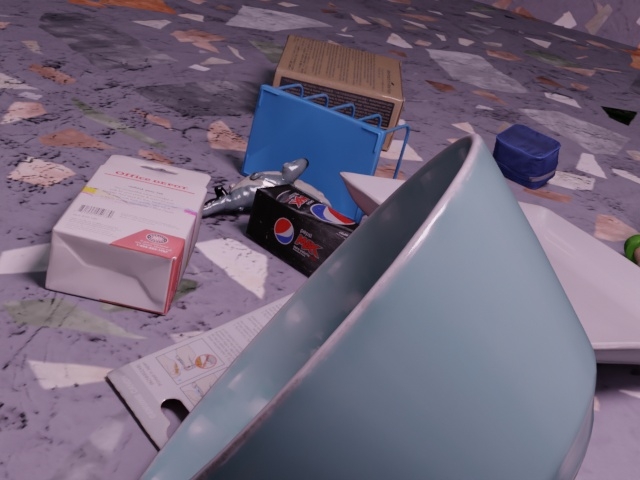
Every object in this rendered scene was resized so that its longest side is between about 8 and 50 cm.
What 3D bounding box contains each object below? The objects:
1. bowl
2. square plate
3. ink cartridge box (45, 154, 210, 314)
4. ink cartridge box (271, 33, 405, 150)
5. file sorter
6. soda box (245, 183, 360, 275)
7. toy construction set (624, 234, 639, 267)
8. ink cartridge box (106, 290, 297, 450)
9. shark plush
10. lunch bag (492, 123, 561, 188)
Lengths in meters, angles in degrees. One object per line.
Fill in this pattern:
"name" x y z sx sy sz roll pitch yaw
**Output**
"bowl" 0.042 0.102 0.572 0.163 0.311 0.311 42 26 -4
"square plate" 0.231 0.037 1.013 0.344 0.049 0.347 6 24 -36
"ink cartridge box" -0.180 -0.013 0.936 0.115 0.067 0.198 13 27 -1
"ink cartridge box" 0.025 -0.234 1.474 0.193 0.088 0.234 14 24 -3
"file sorter" 0.009 -0.115 1.189 0.170 0.118 0.104 24 23 21
"soda box" 0.000 0.000 1.007 0.169 0.060 0.053 32 27 33
"toy construction set" 0.565 -0.087 1.224 0.258 0.308 0.237 23 20 0
"ink cartridge box" -0.024 0.128 0.767 0.232 0.066 0.189 -26 42 -24
"shark plush" -0.063 -0.048 1.088 0.161 0.073 0.067 -2 59 -39
"lunch bag" 0.299 -0.123 1.410 0.067 0.065 0.098 -28 47 -34
